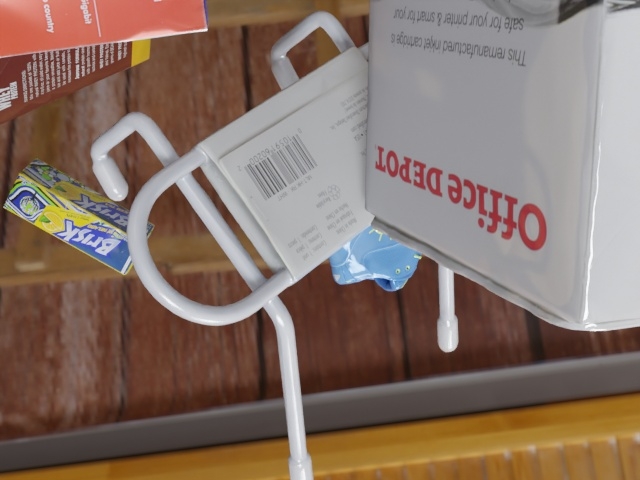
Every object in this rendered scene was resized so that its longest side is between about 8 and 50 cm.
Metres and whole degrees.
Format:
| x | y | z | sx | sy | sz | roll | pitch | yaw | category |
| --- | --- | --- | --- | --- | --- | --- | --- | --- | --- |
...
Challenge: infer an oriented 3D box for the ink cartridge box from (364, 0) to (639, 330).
| x | y | z | sx | sy | sz | roll | pitch | yaw | category |
| --- | --- | --- | --- | --- | --- | --- | --- | --- | --- |
| 0.149 | -0.180 | 0.616 | 0.285 | 0.166 | 0.395 | -145 | -127 | -66 | ink cartridge box |

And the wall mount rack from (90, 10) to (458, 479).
| x | y | z | sx | sy | sz | roll | pitch | yaw | category |
| --- | --- | --- | --- | --- | --- | --- | --- | --- | --- |
| 0.000 | 0.000 | 0.818 | 0.350 | 0.130 | 0.304 | -37 | 95 | -38 | wall mount rack |

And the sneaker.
| x | y | z | sx | sy | sz | roll | pitch | yaw | category |
| --- | --- | --- | --- | --- | --- | --- | --- | --- | --- |
| 0.096 | -0.015 | 1.248 | 0.091 | 0.240 | 0.126 | 12 | -65 | 61 | sneaker |

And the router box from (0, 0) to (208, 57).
| x | y | z | sx | sy | sz | roll | pitch | yaw | category |
| --- | --- | --- | --- | --- | --- | --- | --- | --- | --- |
| -0.234 | -0.178 | 0.567 | 0.335 | 0.301 | 0.082 | -118 | -159 | -58 | router box |

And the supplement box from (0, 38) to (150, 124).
| x | y | z | sx | sy | sz | roll | pitch | yaw | category |
| --- | --- | --- | --- | --- | --- | --- | --- | --- | --- |
| -0.246 | -0.210 | 0.839 | 0.129 | 0.194 | 0.191 | 50 | -28 | 19 | supplement box |

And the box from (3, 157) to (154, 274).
| x | y | z | sx | sy | sz | roll | pitch | yaw | category |
| --- | --- | --- | --- | --- | --- | --- | --- | --- | --- |
| -0.292 | -0.029 | 1.305 | 0.054 | 0.168 | 0.059 | -58 | -174 | 25 | box |
